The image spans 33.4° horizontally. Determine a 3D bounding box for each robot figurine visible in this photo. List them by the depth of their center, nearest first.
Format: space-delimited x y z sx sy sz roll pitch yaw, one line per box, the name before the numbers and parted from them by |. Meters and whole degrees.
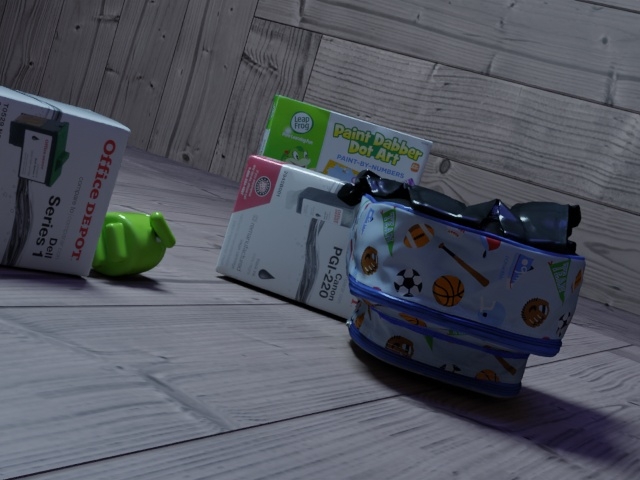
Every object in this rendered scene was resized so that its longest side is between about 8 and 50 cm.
robot figurine | -0.206 0.004 1.126 0.101 0.067 0.115 -13 -3 17

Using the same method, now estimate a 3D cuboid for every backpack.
backpack | 0.139 0.040 1.084 0.276 0.213 0.263 11 -3 2

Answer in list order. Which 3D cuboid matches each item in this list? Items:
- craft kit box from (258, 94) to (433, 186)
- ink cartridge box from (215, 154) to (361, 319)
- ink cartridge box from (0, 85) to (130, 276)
craft kit box | 0.017 -0.070 1.624 0.249 0.247 0.061 15 4 -11
ink cartridge box | 0.000 0.000 1.315 0.217 0.159 0.092 18 4 17
ink cartridge box | -0.306 -0.063 1.000 0.219 0.160 0.092 11 9 -45
